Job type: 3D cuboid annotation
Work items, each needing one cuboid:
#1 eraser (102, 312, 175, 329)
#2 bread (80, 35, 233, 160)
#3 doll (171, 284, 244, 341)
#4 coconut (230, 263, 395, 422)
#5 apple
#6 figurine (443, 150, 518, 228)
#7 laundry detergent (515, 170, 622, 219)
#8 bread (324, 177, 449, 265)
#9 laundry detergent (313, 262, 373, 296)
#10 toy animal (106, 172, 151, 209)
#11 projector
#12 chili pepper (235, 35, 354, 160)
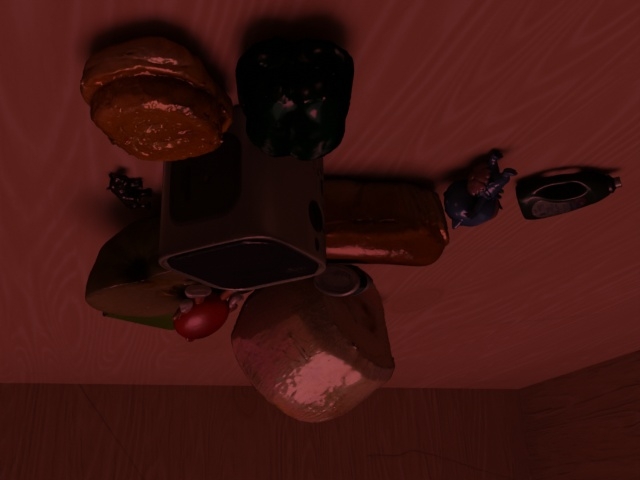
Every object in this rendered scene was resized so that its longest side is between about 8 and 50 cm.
[{"bbox_3d":[-0.486,0.199,2.106,0.210,0.092,0.274,-18,155,34],"label":"eraser"},{"bbox_3d":[-0.248,-0.210,1.072,0.198,0.120,0.236,-8,157,18],"label":"bread"},{"bbox_3d":[-0.255,0.154,1.584,0.183,0.085,0.217,-9,147,-32],"label":"doll"},{"bbox_3d":[-0.033,0.255,1.719,0.405,0.404,0.404,-2,158,-1],"label":"coconut"},{"bbox_3d":[-0.323,0.079,1.564,0.312,0.320,0.360,30,176,21],"label":"apple"},{"bbox_3d":[0.341,-0.099,1.440,0.144,0.114,0.178,-2,145,-32],"label":"figurine"},{"bbox_3d":[0.534,-0.106,1.508,0.211,0.063,0.137,-13,150,23],"label":"laundry detergent"},{"bbox_3d":[0.075,-0.023,1.497,0.389,0.183,0.236,-4,161,2],"label":"bread"},{"bbox_3d":[0.061,0.088,1.541,0.099,0.070,0.226,1,176,17],"label":"laundry detergent"},{"bbox_3d":[-0.393,-0.101,1.425,0.065,0.047,0.135,3,164,7],"label":"toy animal"},{"bbox_3d":[-0.137,-0.065,1.276,0.248,0.249,0.248,-13,156,26],"label":"projector"},{"bbox_3d":[-0.033,-0.202,1.072,0.174,0.165,0.261,-13,161,-7],"label":"chili pepper"}]
